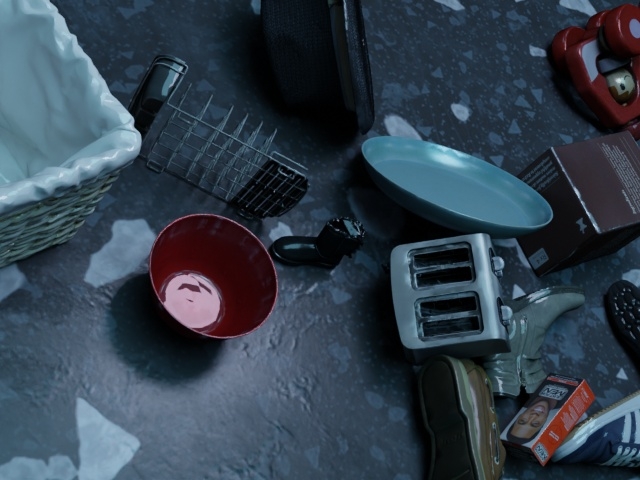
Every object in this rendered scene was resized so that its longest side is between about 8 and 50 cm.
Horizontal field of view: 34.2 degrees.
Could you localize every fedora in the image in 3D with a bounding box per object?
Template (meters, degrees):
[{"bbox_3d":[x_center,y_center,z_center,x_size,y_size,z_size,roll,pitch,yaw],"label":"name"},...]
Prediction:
[{"bbox_3d":[-0.007,-0.325,1.654,0.152,0.334,0.334,-8,62,7],"label":"fedora"}]

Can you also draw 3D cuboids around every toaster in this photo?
[{"bbox_3d":[0.184,0.087,1.536,0.185,0.110,0.168,-8,70,8],"label":"toaster"}]

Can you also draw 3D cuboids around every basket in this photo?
[{"bbox_3d":[-0.455,-0.125,1.244,0.328,0.266,0.331,-27,78,-37],"label":"basket"}]

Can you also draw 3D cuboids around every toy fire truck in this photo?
[{"bbox_3d":[0.605,-0.331,2.029,0.302,0.169,0.254,-29,98,-36],"label":"toy fire truck"}]

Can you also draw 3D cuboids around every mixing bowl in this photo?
[{"bbox_3d":[-0.159,0.065,1.403,0.181,0.098,0.181,14,57,-23],"label":"mixing bowl"}]

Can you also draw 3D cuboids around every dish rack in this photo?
[{"bbox_3d":[-0.144,-0.130,1.463,0.271,0.208,0.074,28,65,-13],"label":"dish rack"}]

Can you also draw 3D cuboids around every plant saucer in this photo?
[{"bbox_3d":[0.209,-0.080,1.640,0.317,0.044,0.317,17,23,-7],"label":"plant saucer"}]

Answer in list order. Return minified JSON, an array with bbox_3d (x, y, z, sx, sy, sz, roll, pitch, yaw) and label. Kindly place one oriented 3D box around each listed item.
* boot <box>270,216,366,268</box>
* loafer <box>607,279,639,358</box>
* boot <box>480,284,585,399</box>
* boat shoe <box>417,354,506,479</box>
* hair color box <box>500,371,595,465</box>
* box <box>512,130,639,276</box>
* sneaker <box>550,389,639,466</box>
[{"bbox_3d":[0.000,0.000,1.528,0.121,0.099,0.045,11,57,-23],"label":"boot"},{"bbox_3d":[0.561,0.168,1.768,0.223,0.076,0.078,62,17,22],"label":"loafer"},{"bbox_3d":[0.334,0.165,1.647,0.246,0.083,0.161,-10,79,-31],"label":"boot"},{"bbox_3d":[0.215,0.312,1.461,0.104,0.111,0.307,16,64,-37],"label":"boat shoe"},{"bbox_3d":[0.338,0.265,1.554,0.141,0.072,0.043,-46,116,-23],"label":"hair color box"},{"bbox_3d":[0.449,-0.064,1.768,0.203,0.168,0.167,-14,71,-34],"label":"box"},{"bbox_3d":[0.480,0.326,1.607,0.282,0.099,0.153,-16,70,-37],"label":"sneaker"}]
